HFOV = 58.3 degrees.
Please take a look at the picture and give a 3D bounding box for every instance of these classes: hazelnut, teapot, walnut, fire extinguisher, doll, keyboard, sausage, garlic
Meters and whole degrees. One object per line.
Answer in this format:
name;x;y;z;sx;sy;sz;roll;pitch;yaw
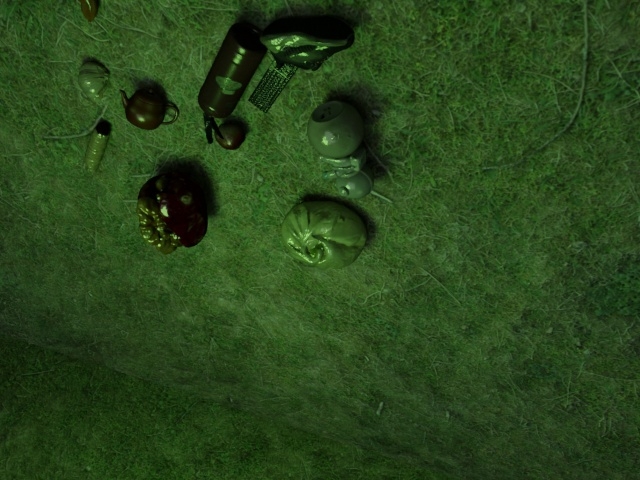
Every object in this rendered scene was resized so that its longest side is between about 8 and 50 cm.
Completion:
hazelnut;-0.254;-0.293;1.607;0.087;0.086;0.086;14;138;13
teapot;-0.486;-0.379;1.620;0.173;0.116;0.116;13;146;-28
walnut;-0.465;-0.077;1.812;0.222;0.243;0.269;3;139;23
fire extinguisher;-0.239;-0.382;1.469;0.344;0.102;0.138;-46;67;47
doll;0.066;-0.220;1.484;0.151;0.150;0.287;0;137;26
keyboard;-0.119;-0.407;1.467;0.061;0.013;0.204;35;138;-12
sausage;-0.598;-0.637;1.433;0.062;0.054;0.183;38;153;37
garlic;-0.652;-0.452;1.640;0.094;0.074;0.113;4;120;37

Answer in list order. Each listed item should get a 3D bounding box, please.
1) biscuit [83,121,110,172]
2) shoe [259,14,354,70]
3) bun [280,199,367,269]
biscuit;-0.721;-0.298;1.847;0.055;0.061;0.219;-7;158;-35
shoe;-0.026;-0.448;1.324;0.228;0.099;0.112;10;145;19
bun;0.000;0.000;1.730;0.260;0.159;0.259;14;141;11
